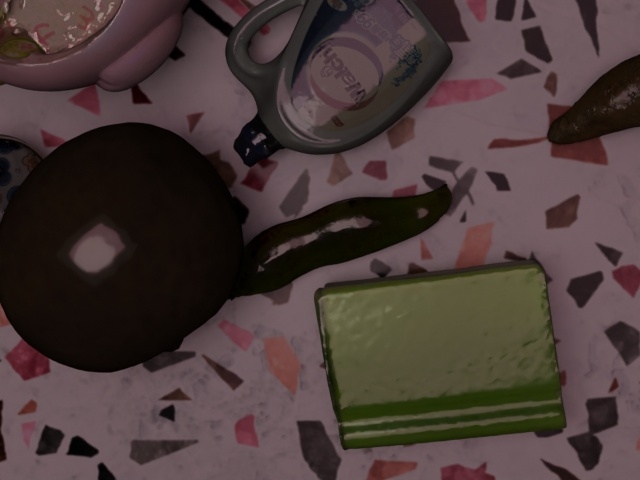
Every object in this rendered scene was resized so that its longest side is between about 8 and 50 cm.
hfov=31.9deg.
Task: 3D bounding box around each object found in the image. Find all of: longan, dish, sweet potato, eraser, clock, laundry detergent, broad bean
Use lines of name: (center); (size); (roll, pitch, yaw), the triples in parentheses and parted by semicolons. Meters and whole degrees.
longan: (-0.234, 0.013, 1.295); (0.297, 0.297, 0.297); (0, 93, 7)
dish: (-0.417, -0.082, 1.423); (0.141, 0.078, 0.141); (-10, 121, -17)
sweet potato: (0.425, -0.164, 1.304); (0.310, 0.098, 0.124); (4, 100, 10)
eraser: (0.144, 0.138, 1.354); (0.274, 0.092, 0.210); (-9, 93, 6)
clock: (-0.275, -0.368, 1.287); (0.377, 0.250, 0.368); (-39, 97, 13)
laundry detergent: (-0.004, -0.205, 1.347); (0.280, 0.105, 0.215); (-37, 89, 9)
broad bean: (0.000, 0.000, 1.377); (0.339, 0.061, 0.077); (-22, 98, 8)
